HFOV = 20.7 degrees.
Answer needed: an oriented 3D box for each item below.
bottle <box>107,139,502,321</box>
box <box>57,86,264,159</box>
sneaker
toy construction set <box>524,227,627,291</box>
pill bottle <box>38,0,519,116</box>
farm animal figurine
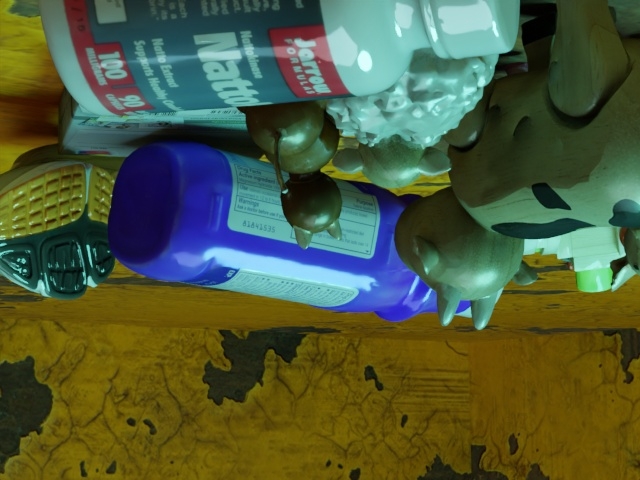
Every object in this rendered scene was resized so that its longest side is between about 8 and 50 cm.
[{"bbox_3d":[0.000,0.000,1.204,0.283,0.092,0.118,11,176,-32],"label":"bottle"},{"bbox_3d":[-0.094,-0.086,1.146,0.145,0.038,0.186,1,172,-11],"label":"box"},{"bbox_3d":[-0.197,-0.022,1.278,0.121,0.099,0.262,11,-170,22],"label":"sneaker"},{"bbox_3d":[0.263,-0.017,1.289,0.328,0.151,0.215,7,-163,-2],"label":"toy construction set"},{"bbox_3d":[-0.014,-0.109,0.716,0.180,0.108,0.108,-3,172,16],"label":"pill bottle"},{"bbox_3d":[0.125,-0.041,0.977,0.330,0.172,0.327,0,171,-18],"label":"farm animal figurine"}]
